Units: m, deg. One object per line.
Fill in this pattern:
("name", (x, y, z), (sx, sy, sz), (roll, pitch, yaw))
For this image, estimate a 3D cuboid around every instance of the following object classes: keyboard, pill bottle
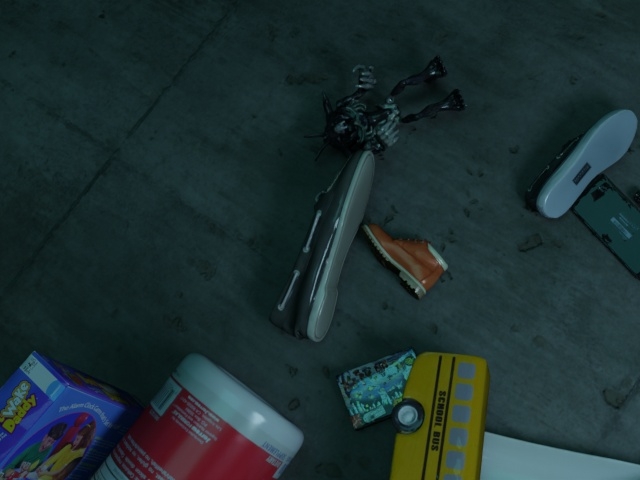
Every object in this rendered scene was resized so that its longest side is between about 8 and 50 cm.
("keyboard", (0.503, -0.029, 1.468), (0.108, 0.023, 0.180), (-40, 69, 3))
("pill bottle", (-0.229, 0.392, 1.364), (0.229, 0.229, 0.408), (34, 81, 20))

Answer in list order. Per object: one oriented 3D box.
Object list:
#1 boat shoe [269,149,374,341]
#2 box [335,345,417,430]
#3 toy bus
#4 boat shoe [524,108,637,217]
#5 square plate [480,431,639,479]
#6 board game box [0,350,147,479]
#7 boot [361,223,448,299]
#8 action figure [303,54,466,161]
("boat shoe", (0.000, 0.000, 1.502), (0.095, 0.112, 0.335), (16, 86, 19))
("box", (0.103, 0.239, 1.455), (0.137, 0.027, 0.094), (-22, 69, 3))
("toy bus", (0.165, 0.336, 1.313), (0.130, 0.108, 0.333), (3, 64, 16))
("boat shoe", (0.427, -0.133, 1.497), (0.228, 0.080, 0.076), (-50, 32, -2))
("square plate", (0.284, 0.464, 1.310), (0.347, 0.049, 0.344), (9, 68, 18))
("board game box", (-0.403, 0.316, 1.364), (0.078, 0.347, 0.233), (38, 82, 22))
("boot", (0.140, 0.017, 1.513), (0.084, 0.059, 0.158), (-42, 76, -8))
("action figure", (0.101, -0.226, 1.561), (0.275, 0.141, 0.164), (-25, 79, 1))
